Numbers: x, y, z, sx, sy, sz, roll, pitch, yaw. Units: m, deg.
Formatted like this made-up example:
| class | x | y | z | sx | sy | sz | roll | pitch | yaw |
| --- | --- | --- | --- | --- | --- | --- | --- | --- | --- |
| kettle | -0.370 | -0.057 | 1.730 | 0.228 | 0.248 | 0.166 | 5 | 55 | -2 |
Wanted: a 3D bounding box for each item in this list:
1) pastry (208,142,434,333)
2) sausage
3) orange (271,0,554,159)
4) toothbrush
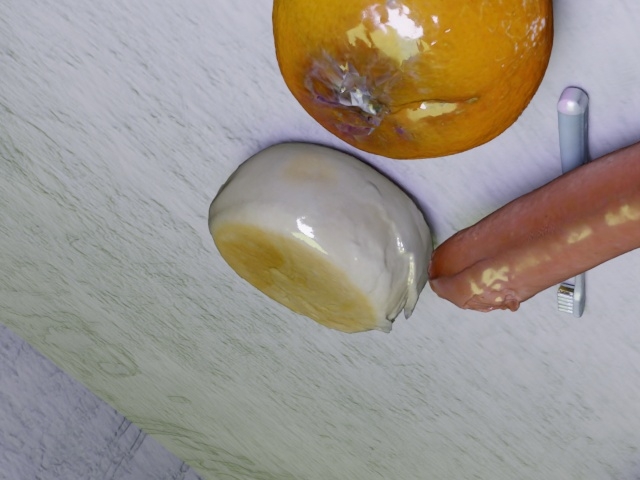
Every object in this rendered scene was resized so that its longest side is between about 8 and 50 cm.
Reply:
| class | x | y | z | sx | sy | sz | roll | pitch | yaw |
| --- | --- | --- | --- | --- | --- | --- | --- | --- | --- |
| pastry | -0.002 | -0.001 | 1.036 | 0.265 | 0.133 | 0.265 | 21 | 151 | 12 |
| sausage | 0.254 | -0.029 | 0.772 | 0.419 | 0.094 | 0.094 | -30 | 101 | 45 |
| orange | 0.067 | -0.156 | 0.694 | 0.224 | 0.170 | 0.224 | 22 | 151 | 13 |
| toothbrush | 0.249 | -0.022 | 0.905 | 0.030 | 0.025 | 0.342 | 13 | 149 | 23 |
